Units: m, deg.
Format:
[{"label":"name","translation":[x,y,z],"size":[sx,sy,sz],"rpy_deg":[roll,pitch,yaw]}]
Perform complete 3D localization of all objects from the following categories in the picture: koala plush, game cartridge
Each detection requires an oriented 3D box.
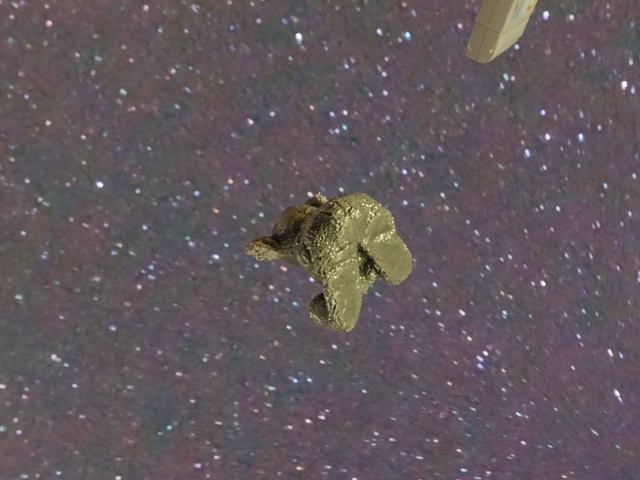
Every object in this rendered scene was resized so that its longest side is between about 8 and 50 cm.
[{"label":"koala plush","translation":[0.000,0.000,1.383],"size":[0.196,0.203,0.221],"rpy_deg":[-39,-144,-25]},{"label":"game cartridge","translation":[0.326,-0.432,1.342],"size":[0.062,0.198,0.297],"rpy_deg":[27,-57,11]}]
